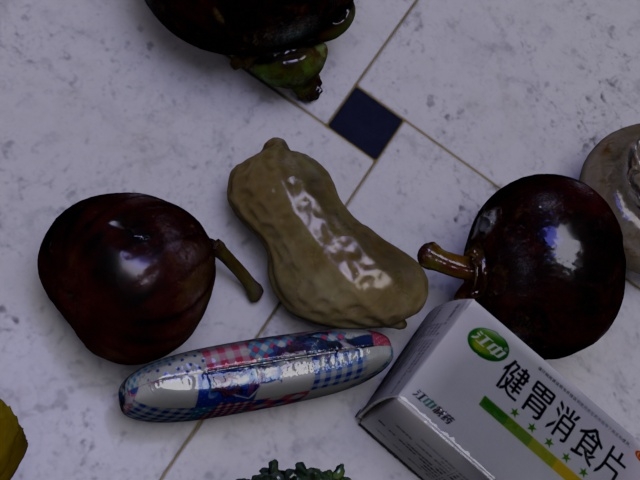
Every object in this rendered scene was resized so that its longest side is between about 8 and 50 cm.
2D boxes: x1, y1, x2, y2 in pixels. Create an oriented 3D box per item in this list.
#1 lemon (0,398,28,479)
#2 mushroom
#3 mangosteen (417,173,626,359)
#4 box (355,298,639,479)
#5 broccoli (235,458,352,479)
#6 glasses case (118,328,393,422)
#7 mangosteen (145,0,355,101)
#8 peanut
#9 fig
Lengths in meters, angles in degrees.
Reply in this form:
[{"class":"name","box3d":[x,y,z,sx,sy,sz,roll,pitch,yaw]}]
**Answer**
[{"class":"lemon","box3d":[-0.480,0.188,1.019,0.364,0.364,0.364,7,67,-16]},{"class":"mushroom","box3d":[0.471,-0.062,1.530,0.226,0.178,0.226,10,57,-16]},{"class":"mangosteen","box3d":[0.249,0.032,1.386,0.261,0.235,0.235,0,69,-13]},{"class":"box","box3d":[0.225,0.244,1.344,0.333,0.145,0.173,41,60,1]},{"class":"broccoli","box3d":[-0.049,0.377,1.092,0.293,0.348,0.280,-22,88,-19]},{"class":"glasses case","box3d":[-0.071,0.156,1.288,0.327,0.125,0.076,-8,71,-21]},{"class":"mangosteen","box3d":[-0.083,-0.354,1.433,0.306,0.359,0.306,-7,49,9]},{"class":"peanut","box3d":[-0.004,0.008,1.364,0.159,0.143,0.291,-41,81,-19]},{"class":"fig","box3d":[-0.190,0.021,1.279,0.249,0.186,0.204,-31,61,-35]}]
